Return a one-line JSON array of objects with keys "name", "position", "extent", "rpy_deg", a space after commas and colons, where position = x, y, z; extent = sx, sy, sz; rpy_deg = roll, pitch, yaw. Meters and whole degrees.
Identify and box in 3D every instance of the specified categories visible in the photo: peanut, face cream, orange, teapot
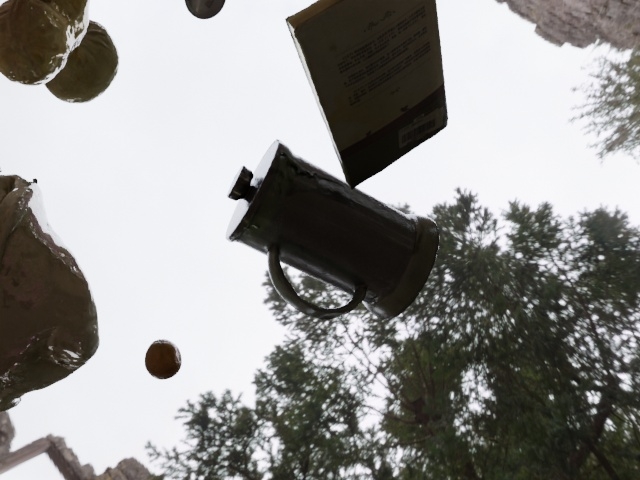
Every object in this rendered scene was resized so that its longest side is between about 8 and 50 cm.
[{"name": "peanut", "position": [-0.548, -0.434, 0.978], "extent": [0.147, 0.147, 0.305], "rpy_deg": [-3, -127, 18]}, {"name": "face cream", "position": [-0.230, -0.521, 0.994], "extent": [0.107, 0.073, 0.269], "rpy_deg": [-46, -148, 20]}, {"name": "orange", "position": [-0.324, 0.245, 1.016], "extent": [0.085, 0.085, 0.084], "rpy_deg": [0, -91, 18]}, {"name": "teapot", "position": [0.000, 0.000, 0.814], "extent": [0.337, 0.270, 0.200], "rpy_deg": [27, -38, -16]}]

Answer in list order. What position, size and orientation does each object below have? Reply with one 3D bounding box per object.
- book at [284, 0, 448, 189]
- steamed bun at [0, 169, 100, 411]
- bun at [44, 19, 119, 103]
[{"name": "book", "position": [0.085, -0.217, 0.676], "extent": [0.201, 0.289, 0.026], "rpy_deg": [-33, -129, -6]}, {"name": "steamed bun", "position": [-0.415, 0.070, 0.566], "extent": [0.268, 0.207, 0.280], "rpy_deg": [-21, -88, 43]}, {"name": "bun", "position": [-0.618, -0.459, 1.234], "extent": [0.223, 0.127, 0.222], "rpy_deg": [0, -92, 4]}]
